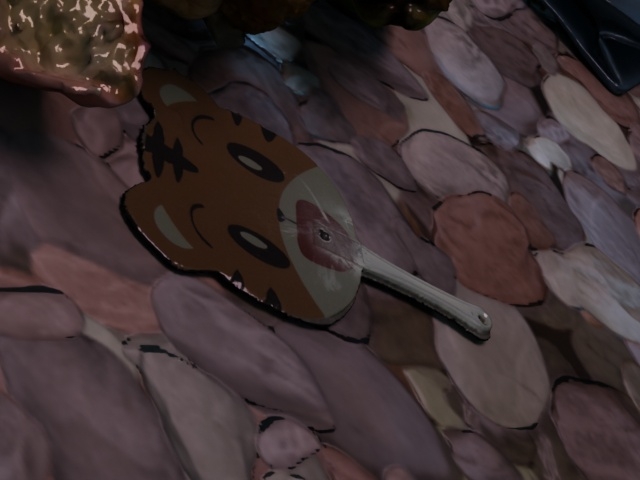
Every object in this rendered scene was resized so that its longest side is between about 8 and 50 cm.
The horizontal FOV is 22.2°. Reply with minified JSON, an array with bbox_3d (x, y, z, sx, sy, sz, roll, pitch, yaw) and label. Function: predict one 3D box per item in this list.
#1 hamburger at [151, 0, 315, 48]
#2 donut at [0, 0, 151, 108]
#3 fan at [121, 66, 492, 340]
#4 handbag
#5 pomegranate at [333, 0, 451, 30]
[{"bbox_3d":[-0.063,-0.249,0.819,0.144,0.259,0.283,-14,64,-26],"label":"hamburger"},{"bbox_3d":[-0.117,-0.183,0.689,0.085,0.233,0.199,-2,38,-35],"label":"donut"},{"bbox_3d":[0.000,0.000,0.808,0.226,0.008,0.153,28,32,-24],"label":"fan"},{"bbox_3d":[0.240,-0.202,1.334,0.144,0.057,0.221,44,29,8],"label":"handbag"},{"bbox_3d":[0.026,-0.215,0.967,0.159,0.190,0.241,22,67,-15],"label":"pomegranate"}]
